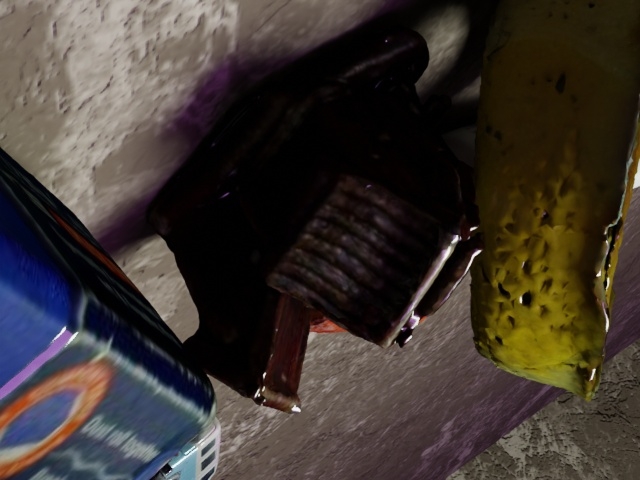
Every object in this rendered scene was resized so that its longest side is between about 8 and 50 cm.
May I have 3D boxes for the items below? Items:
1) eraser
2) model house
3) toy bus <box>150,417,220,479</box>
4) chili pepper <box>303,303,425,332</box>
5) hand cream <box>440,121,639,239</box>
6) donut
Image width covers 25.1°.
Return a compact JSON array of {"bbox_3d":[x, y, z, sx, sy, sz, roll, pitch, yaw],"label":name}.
[{"bbox_3d":[-0.145,0.016,0.549,0.101,0.155,0.332,-39,162,-4],"label":"eraser"},{"bbox_3d":[0.002,0.003,0.797,0.141,0.164,0.203,-7,147,-51],"label":"model house"},{"bbox_3d":[-0.117,0.169,1.149,0.075,0.060,0.123,-36,161,-21],"label":"toy bus"},{"bbox_3d":[0.045,0.028,1.071,0.192,0.086,0.084,-3,125,-48],"label":"chili pepper"},{"bbox_3d":[0.159,-0.060,1.056,0.247,0.133,0.083,-19,132,-29],"label":"hand cream"},{"bbox_3d":[0.141,-0.041,0.869,0.272,0.107,0.272,8,90,-78],"label":"donut"}]
